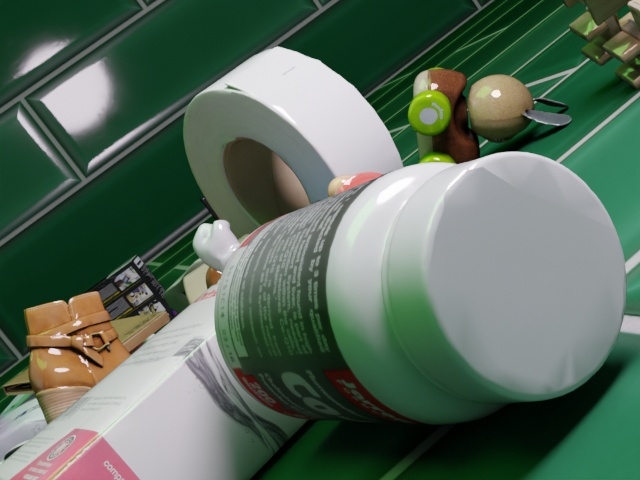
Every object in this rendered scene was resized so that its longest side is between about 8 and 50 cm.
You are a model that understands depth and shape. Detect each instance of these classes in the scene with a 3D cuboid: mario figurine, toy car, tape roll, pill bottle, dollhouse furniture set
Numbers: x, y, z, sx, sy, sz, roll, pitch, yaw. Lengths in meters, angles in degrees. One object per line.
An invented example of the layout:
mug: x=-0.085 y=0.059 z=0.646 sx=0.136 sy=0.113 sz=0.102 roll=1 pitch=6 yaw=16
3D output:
mario figurine: x=0.000 y=0.000 z=1.017 sx=0.198 sy=0.170 sz=0.320 roll=-40 pitch=8 yaw=-31
toy car: x=0.211 y=-0.144 z=1.210 sx=0.188 sy=0.149 sz=0.155 roll=-4 pitch=22 yaw=12
tape roll: x=-0.034 y=-0.087 z=1.199 sx=0.100 sy=0.286 sz=0.286 roll=-41 pitch=10 yaw=-30
pill bottle: x=0.050 y=0.040 z=0.648 sx=0.161 sy=0.161 sz=0.283 roll=-41 pitch=10 yaw=-26
dollhouse furniture set: x=0.354 y=-0.281 z=1.015 sx=0.161 sy=0.212 sz=0.242 roll=-37 pitch=36 yaw=4

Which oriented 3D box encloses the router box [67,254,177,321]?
router box: x=-0.375 y=0.131 z=1.833 sx=0.179 sy=0.133 sz=0.046 roll=-34 pitch=10 yaw=12

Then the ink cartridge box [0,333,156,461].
ink cartridge box: x=-0.309 y=0.196 z=1.410 sx=0.385 sy=0.091 sz=0.308 roll=-35 pitch=9 yaw=14

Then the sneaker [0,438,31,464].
sneaker: x=-0.314 y=0.264 z=1.085 sx=0.262 sy=0.099 sz=0.121 roll=-31 pitch=6 yaw=22

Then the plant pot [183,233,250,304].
plant pot: x=-0.098 y=0.078 z=1.206 sx=0.109 sy=0.109 sz=0.096 roll=-35 pitch=22 yaw=12

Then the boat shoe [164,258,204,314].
boat shoe: x=-0.188 y=0.058 z=1.680 sx=0.227 sy=0.079 sz=0.081 roll=-31 pitch=15 yaw=49

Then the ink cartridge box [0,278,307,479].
ink cartridge box: x=-0.123 y=0.153 z=0.848 sx=0.283 sy=0.117 sz=0.207 roll=-41 pitch=10 yaw=-27

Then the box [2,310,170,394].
box: x=-0.340 y=0.164 z=1.435 sx=0.164 sy=0.021 sz=0.201 roll=-12 pitch=16 yaw=33

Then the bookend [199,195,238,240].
bookend: x=-0.094 y=-0.053 z=1.651 sx=0.156 sy=0.157 sz=0.072 roll=-38 pitch=10 yaw=-5

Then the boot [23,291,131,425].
boot: x=-0.237 y=0.132 z=1.127 sx=0.197 sy=0.152 sz=0.073 roll=-7 pitch=-18 yaw=-40
